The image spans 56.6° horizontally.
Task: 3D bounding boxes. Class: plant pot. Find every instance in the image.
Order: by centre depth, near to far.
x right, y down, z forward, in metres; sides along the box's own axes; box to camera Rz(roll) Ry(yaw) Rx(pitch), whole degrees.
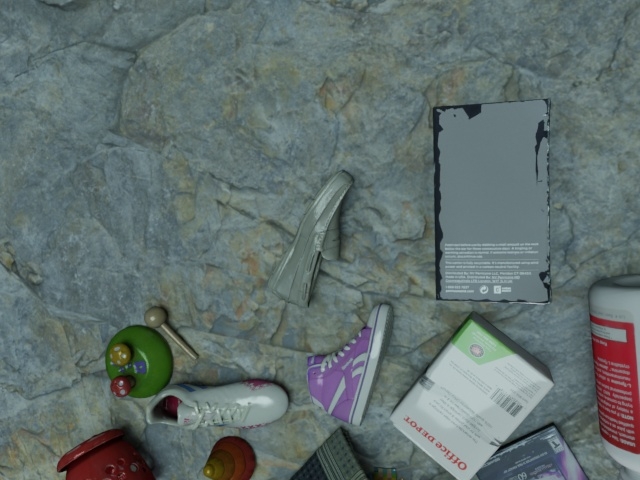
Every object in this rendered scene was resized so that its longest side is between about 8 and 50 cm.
[{"bbox_3d":[-0.519,0.563,1.434,0.191,0.191,0.174,-36,76,15],"label":"plant pot"}]

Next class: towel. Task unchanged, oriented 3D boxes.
[{"bbox_3d":[0.019,0.619,1.262,0.312,0.056,0.324,-50,38,13],"label":"towel"}]

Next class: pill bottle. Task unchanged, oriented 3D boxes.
[{"bbox_3d":[0.616,0.271,1.060,0.229,0.229,0.407,-5,93,16],"label":"pill bottle"}]

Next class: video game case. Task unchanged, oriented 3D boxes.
[{"bbox_3d":[0.468,0.540,1.229,0.196,0.026,0.274,-32,84,16],"label":"video game case"}]

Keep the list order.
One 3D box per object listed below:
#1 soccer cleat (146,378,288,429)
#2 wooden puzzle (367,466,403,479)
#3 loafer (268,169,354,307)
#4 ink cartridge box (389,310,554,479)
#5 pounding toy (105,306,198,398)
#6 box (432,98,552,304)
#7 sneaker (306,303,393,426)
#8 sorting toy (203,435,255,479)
[{"bbox_3d":[-0.241,0.390,1.359,0.331,0.143,0.115,-5,92,16],"label":"soccer cleat"},{"bbox_3d":[0.146,0.533,1.330,0.083,0.006,0.049,-2,94,16],"label":"wooden puzzle"},{"bbox_3d":[0.000,0.000,1.286,0.112,0.112,0.319,30,109,7],"label":"loafer"},{"bbox_3d":[0.303,0.314,1.212,0.198,0.115,0.272,39,103,11],"label":"ink cartridge box"},{"bbox_3d":[-0.443,0.288,1.428,0.237,0.110,0.183,-39,83,15],"label":"pounding toy"},{"bbox_3d":[0.308,-0.068,1.066,0.179,0.343,0.312,0,94,17],"label":"box"},{"bbox_3d":[0.053,0.252,1.289,0.161,0.102,0.282,20,99,17],"label":"sneaker"},{"bbox_3d":[-0.222,0.641,1.344,0.127,0.126,0.365,-8,78,19],"label":"sorting toy"}]
